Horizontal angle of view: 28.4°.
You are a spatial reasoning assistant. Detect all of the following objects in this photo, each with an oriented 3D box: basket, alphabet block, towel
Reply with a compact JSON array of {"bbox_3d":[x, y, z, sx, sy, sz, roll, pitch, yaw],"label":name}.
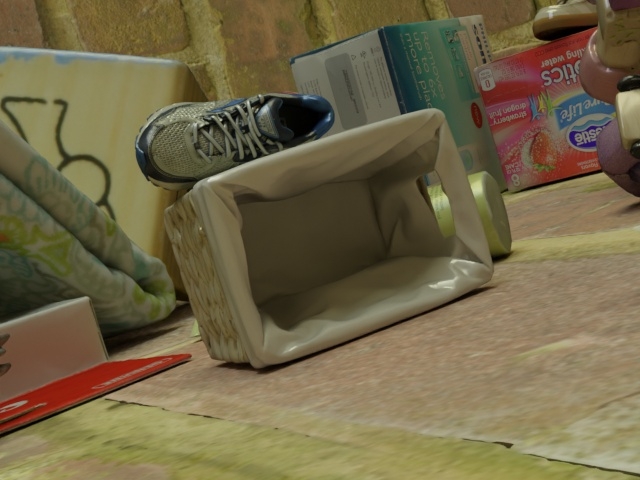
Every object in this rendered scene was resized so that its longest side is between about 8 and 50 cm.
[{"bbox_3d":[0.000,0.000,0.760,0.167,0.113,0.103,-19,2,-27],"label":"basket"},{"bbox_3d":[-0.212,-0.058,1.207,0.192,0.197,0.193,6,-10,8],"label":"alphabet block"},{"bbox_3d":[-0.350,-0.004,1.014,0.320,0.090,0.374,-13,-40,30],"label":"towel"}]

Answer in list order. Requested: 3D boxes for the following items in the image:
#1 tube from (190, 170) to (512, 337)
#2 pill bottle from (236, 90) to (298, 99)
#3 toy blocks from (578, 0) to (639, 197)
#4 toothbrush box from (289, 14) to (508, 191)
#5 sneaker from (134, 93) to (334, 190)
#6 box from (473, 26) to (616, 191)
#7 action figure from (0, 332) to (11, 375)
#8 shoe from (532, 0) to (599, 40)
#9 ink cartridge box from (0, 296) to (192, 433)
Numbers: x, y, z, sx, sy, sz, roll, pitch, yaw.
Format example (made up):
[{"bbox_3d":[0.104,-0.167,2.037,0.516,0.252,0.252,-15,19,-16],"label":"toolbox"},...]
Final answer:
[{"bbox_3d":[0.017,0.012,0.920,0.240,0.062,0.070,-17,-9,20],"label":"tube"},{"bbox_3d":[-0.123,-0.076,1.664,0.210,0.210,0.363,-14,5,31],"label":"pill bottle"},{"bbox_3d":[0.353,-0.152,1.044,0.288,0.309,0.260,-5,-28,5],"label":"toy blocks"},{"bbox_3d":[0.111,-0.135,1.459,0.126,0.216,0.295,-14,4,29],"label":"toothbrush box"},{"bbox_3d":[-0.048,-0.067,0.755,0.135,0.052,0.058,-20,3,-38],"label":"sneaker"},{"bbox_3d":[0.341,-0.165,1.381,0.300,0.154,0.142,-15,3,41],"label":"box"},{"bbox_3d":[-0.299,0.031,0.742,0.099,0.285,0.185,-49,-15,0],"label":"action figure"},{"bbox_3d":[0.300,-0.266,1.424,0.076,0.058,0.219,-14,4,41],"label":"shoe"},{"bbox_3d":[-0.262,0.102,0.839,0.275,0.060,0.239,-20,4,-39],"label":"ink cartridge box"}]
